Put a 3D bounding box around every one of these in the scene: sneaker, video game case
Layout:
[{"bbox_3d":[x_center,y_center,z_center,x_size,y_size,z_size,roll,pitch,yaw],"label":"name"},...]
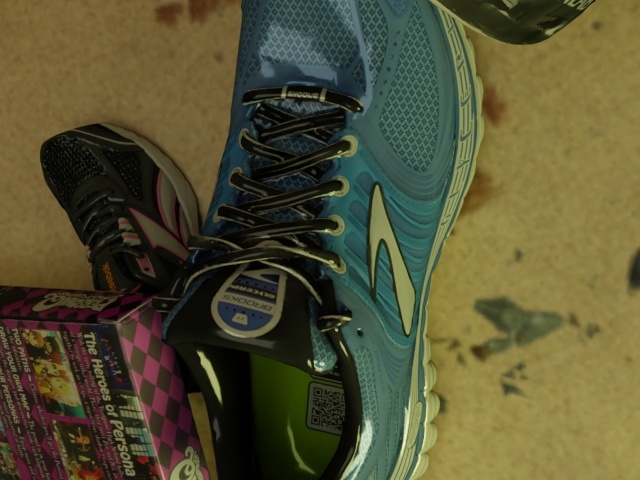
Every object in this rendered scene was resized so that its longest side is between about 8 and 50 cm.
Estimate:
[{"bbox_3d":[0.000,0.000,0.595,0.130,0.147,0.330,4,101,22],"label":"sneaker"},{"bbox_3d":[-0.153,0.135,0.698,0.210,0.042,0.232,1,114,34],"label":"video game case"},{"bbox_3d":[-0.101,0.009,0.677,0.072,0.077,0.178,-43,82,23],"label":"sneaker"}]

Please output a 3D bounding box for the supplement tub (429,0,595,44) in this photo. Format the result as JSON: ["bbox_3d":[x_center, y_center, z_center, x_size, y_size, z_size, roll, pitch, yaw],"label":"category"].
[{"bbox_3d":[0.134,-0.254,0.455,0.338,0.207,0.207,-42,83,23],"label":"supplement tub"}]
